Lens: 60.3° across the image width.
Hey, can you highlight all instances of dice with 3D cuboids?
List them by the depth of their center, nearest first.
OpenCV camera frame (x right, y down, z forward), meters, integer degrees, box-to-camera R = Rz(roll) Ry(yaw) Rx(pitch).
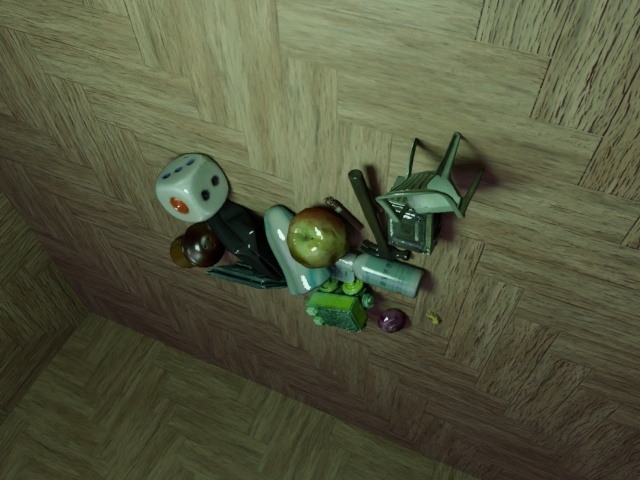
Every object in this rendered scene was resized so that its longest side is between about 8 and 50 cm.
[{"bbox_3d":[-0.465,-0.190,2.004,0.193,0.192,0.194,4,139,35],"label":"dice"}]

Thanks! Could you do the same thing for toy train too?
[{"bbox_3d":[0.081,0.245,2.189,0.271,0.188,0.159,5,139,35],"label":"toy train"}]

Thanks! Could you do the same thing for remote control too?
[{"bbox_3d":[0.001,0.080,2.151,0.293,0.051,0.103,17,137,21],"label":"remote control"}]

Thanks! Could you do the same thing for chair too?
[{"bbox_3d":[0.277,-0.145,1.432,0.203,0.275,0.190,-4,134,37],"label":"chair"}]

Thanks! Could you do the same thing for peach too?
[{"bbox_3d":[0.000,0.000,1.899,0.214,0.214,0.235,3,170,34],"label":"peach"}]

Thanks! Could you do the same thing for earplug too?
[{"bbox_3d":[-0.102,0.019,2.025,0.185,0.185,0.324,-13,109,46],"label":"earplug"}]

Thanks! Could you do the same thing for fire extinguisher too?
[{"bbox_3d":[0.072,-0.095,1.881,0.173,0.035,0.049,43,-177,-20],"label":"fire extinguisher"}]

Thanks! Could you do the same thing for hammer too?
[{"bbox_3d":[0.172,-0.071,1.781,0.168,0.044,0.440,7,147,26],"label":"hammer"}]

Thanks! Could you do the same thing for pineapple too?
[{"bbox_3d":[0.445,0.304,2.152,0.045,0.019,0.083,0,139,46],"label":"pineapple"}]

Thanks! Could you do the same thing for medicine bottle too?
[{"bbox_3d":[0.189,0.103,1.985,0.351,0.110,0.110,19,146,16],"label":"medicine bottle"}]

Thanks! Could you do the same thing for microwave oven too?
[{"bbox_3d":[0.282,-0.069,1.665,0.163,0.129,0.205,13,143,21],"label":"microwave oven"}]

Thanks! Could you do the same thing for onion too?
[{"bbox_3d":[0.287,0.323,2.235,0.115,0.115,0.104,53,-176,-33],"label":"onion"}]

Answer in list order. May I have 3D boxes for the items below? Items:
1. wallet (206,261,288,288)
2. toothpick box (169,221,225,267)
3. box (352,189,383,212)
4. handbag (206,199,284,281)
[{"bbox_3d":[-0.280,0.140,2.315,0.342,0.075,0.237,9,-175,37],"label":"wallet"},{"bbox_3d":[-0.535,0.033,2.372,0.192,0.192,0.294,42,150,-20],"label":"toothpick box"},{"bbox_3d":[0.153,-0.131,1.771,0.048,0.025,0.115,-13,129,44],"label":"box"},{"bbox_3d":[-0.265,0.014,2.114,0.342,0.152,0.288,45,176,47],"label":"handbag"}]
